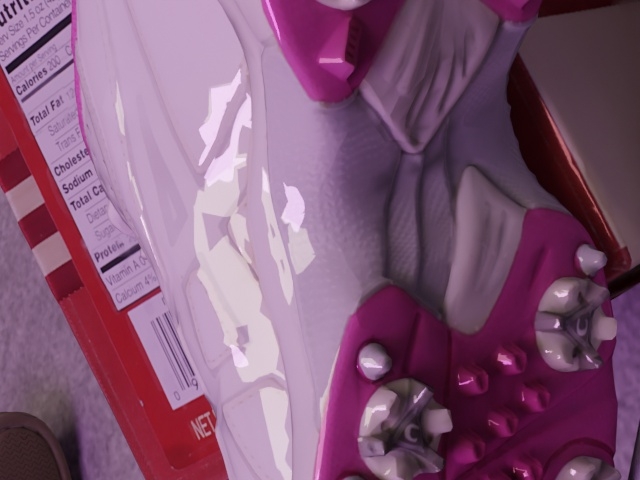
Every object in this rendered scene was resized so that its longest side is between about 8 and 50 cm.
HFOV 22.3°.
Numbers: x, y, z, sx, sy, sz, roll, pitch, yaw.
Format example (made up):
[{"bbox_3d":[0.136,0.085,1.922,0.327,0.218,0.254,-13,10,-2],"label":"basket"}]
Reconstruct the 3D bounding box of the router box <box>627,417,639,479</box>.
[{"bbox_3d":[0.225,0.121,0.416,0.301,0.082,0.335,10,93,6],"label":"router box"}]

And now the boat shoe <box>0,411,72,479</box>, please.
[{"bbox_3d":[-0.207,0.248,0.926,0.103,0.113,0.302,-2,84,39],"label":"boat shoe"}]

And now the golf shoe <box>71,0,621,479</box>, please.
[{"bbox_3d":[0.000,0.000,0.452,0.140,0.115,0.306,2,101,51],"label":"golf shoe"}]

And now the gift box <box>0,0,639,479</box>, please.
[{"bbox_3d":[0.041,-0.046,0.626,0.255,0.258,0.276,-26,87,38],"label":"gift box"}]
